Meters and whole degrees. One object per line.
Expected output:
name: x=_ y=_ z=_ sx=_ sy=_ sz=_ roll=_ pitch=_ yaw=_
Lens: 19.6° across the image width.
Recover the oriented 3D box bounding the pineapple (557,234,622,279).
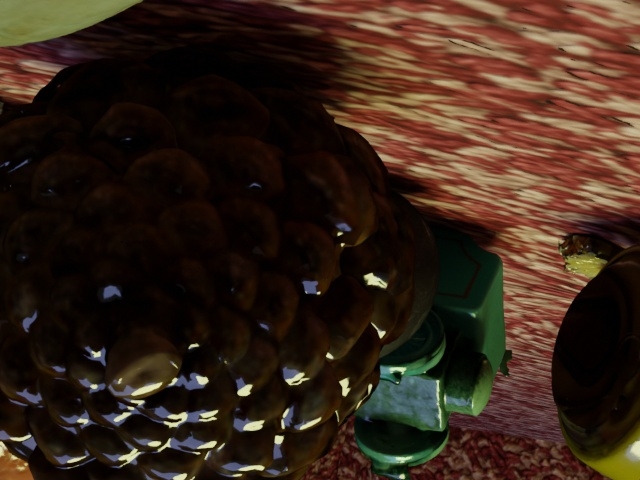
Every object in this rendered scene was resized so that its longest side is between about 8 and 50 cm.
pineapple: x=0.181 y=0.012 z=1.214 sx=0.045 sy=0.019 sz=0.083 roll=-3 pitch=163 yaw=41

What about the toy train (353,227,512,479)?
toy train: x=0.027 y=0.062 z=1.261 sx=0.203 sy=0.163 sz=0.112 roll=11 pitch=132 yaw=17

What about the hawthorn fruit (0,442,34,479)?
hawthorn fruit: x=-0.244 y=0.062 z=1.217 sx=0.275 sy=0.275 sz=0.299 roll=17 pitch=135 yaw=-34

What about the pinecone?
pinecone: x=-0.065 y=0.012 z=0.891 sx=0.224 sy=0.224 sz=0.272 roll=11 pitch=-164 yaw=6

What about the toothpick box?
toothpick box: x=0.282 y=0.099 z=1.136 sx=0.271 sy=0.175 sz=0.175 roll=17 pitch=171 yaw=-19

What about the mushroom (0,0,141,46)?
mushroom: x=-0.072 y=-0.108 z=0.505 sx=0.107 sy=0.087 sz=0.333 roll=18 pitch=168 yaw=-32

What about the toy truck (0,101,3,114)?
toy truck: x=-0.237 y=-0.072 z=1.127 sx=0.083 sy=0.044 sz=0.039 roll=8 pitch=174 yaw=23

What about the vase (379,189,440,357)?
vase: x=0.000 y=0.000 z=1.101 sx=0.120 sy=0.120 sz=0.183 roll=8 pitch=156 yaw=25
